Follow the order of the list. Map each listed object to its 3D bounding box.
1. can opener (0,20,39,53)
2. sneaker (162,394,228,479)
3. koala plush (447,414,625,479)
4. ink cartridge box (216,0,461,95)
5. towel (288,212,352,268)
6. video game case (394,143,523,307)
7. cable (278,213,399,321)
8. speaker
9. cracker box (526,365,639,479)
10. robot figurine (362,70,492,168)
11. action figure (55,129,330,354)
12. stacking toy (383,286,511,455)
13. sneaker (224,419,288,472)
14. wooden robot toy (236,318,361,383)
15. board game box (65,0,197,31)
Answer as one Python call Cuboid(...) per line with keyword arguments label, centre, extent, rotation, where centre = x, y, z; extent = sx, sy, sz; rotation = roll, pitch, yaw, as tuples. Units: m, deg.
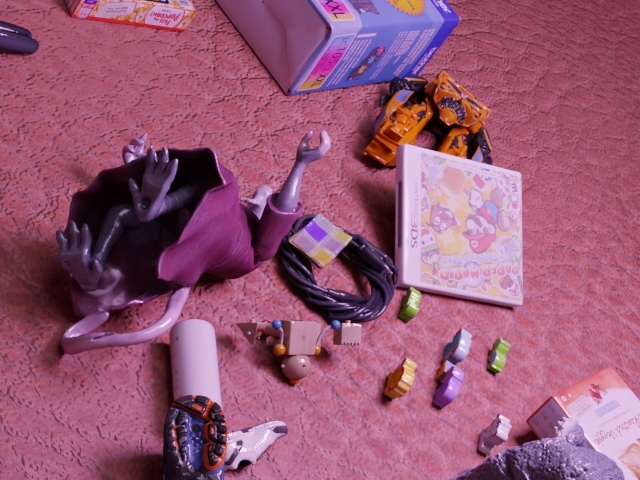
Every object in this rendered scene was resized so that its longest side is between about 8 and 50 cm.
Cuboid(label="can opener", centre=(-0.440, -0.272, 1.763), extent=(0.186, 0.073, 0.059), rotation=(19, 32, -41))
Cuboid(label="sneaker", centre=(-0.131, 0.275, 1.440), extent=(0.083, 0.087, 0.221), rotation=(7, 60, -5))
Cuboid(label="koala plush", centre=(0.300, 0.313, 1.686), extent=(0.221, 0.203, 0.196), rotation=(-8, 58, -51))
Cuboid(label="ink cartridge box", centre=(0.038, -0.393, 2.237), extent=(0.395, 0.151, 0.270), rotation=(-13, 61, -50))
Cuboid(label="towel", centre=(0.000, 0.000, 1.836), extent=(0.060, 0.009, 0.083), rotation=(40, 45, 8))
Cuboid(label="video game case", centre=(0.203, -0.019, 2.013), extent=(0.227, 0.026, 0.206), rotation=(11, 73, -34))
Cuboid(label="cable", centre=(0.013, 0.037, 1.854), extent=(0.184, 0.047, 0.150), rotation=(37, 44, 3))
Cuboid(label="speaker", centre=(-0.142, 0.157, 1.574), extent=(0.055, 0.055, 0.136), rotation=(18, 41, -28))
Cuboid(label="cracker box", centre=(0.402, 0.291, 1.843), extent=(0.156, 0.067, 0.232), rotation=(-17, 63, -48))
Cuboid(label="robot figurine", centre=(0.181, -0.168, 2.176), extent=(0.211, 0.085, 0.291), rotation=(40, 36, -2))
Cuboid(label="action figure", centre=(-0.127, -0.003, 1.644), extent=(0.370, 0.248, 0.275), rotation=(14, 73, -66))
Cuboid(label="stacking toy", centre=(0.178, 0.165, 1.850), extent=(0.167, 0.052, 0.221), rotation=(32, 36, -11))
Cuboid(label="sneaker", centre=(-0.078, 0.233, 1.573), extent=(0.109, 0.040, 0.043), rotation=(-12, 77, -43))
Cuboid(label="wooden robot toy", centre=(-0.029, 0.136, 1.708), extent=(0.173, 0.076, 0.079), rotation=(4, 84, -39))
Cuboid(label="board game box", centre=(-0.291, -0.379, 2.014), extent=(0.193, 0.045, 0.146), rotation=(1, 51, -40))
